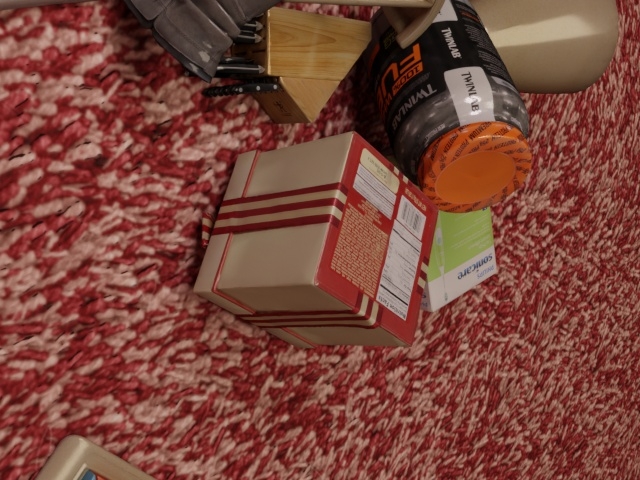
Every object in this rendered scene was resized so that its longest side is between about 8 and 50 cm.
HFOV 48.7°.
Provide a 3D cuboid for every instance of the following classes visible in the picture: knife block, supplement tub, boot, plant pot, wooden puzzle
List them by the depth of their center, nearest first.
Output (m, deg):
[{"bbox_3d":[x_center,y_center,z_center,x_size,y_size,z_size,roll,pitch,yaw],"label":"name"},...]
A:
[{"bbox_3d":[-0.169,-0.374,0.867,0.222,0.338,0.118,-39,154,14],"label":"boot"},{"bbox_3d":[-0.299,0.401,0.924,0.239,0.044,0.221,48,64,-36],"label":"wooden puzzle"},{"bbox_3d":[-0.070,-0.299,1.024,0.242,0.088,0.276,51,62,-36],"label":"knife block"},{"bbox_3d":[0.194,-0.221,1.106,0.207,0.207,0.338,30,36,-42],"label":"supplement tub"},{"bbox_3d":[0.372,-0.390,1.353,0.274,0.256,0.257,-15,106,-26],"label":"plant pot"}]

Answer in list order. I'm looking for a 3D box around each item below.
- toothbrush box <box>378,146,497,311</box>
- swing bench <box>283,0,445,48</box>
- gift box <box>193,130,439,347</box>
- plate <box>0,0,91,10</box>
[{"bbox_3d":[0.207,-0.042,1.300,0.206,0.122,0.283,-25,111,-38],"label":"toothbrush box"},{"bbox_3d":[0.045,-0.440,0.986,0.254,0.165,0.253,5,52,-43],"label":"swing bench"},{"bbox_3d":[0.000,0.000,1.016,0.255,0.258,0.276,41,55,-38],"label":"gift box"},{"bbox_3d":[-0.321,-0.365,0.724,0.277,0.045,0.278,-26,140,-39],"label":"plate"}]
